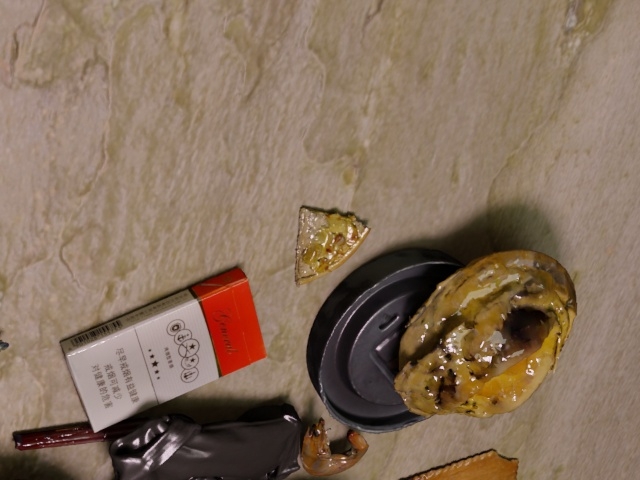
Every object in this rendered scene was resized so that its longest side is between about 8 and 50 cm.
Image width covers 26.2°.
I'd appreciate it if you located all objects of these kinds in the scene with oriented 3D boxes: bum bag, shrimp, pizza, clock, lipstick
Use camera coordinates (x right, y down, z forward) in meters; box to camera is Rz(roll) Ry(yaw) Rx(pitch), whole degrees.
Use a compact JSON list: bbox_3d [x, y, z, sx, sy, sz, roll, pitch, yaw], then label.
[{"bbox_3d":[-0.143,0.271,1.809,0.326,0.079,0.142,7,123,-46],"label":"bum bag"},{"bbox_3d":[0.021,0.289,1.913,0.095,0.045,0.162,1,145,1],"label":"shrimp"},{"bbox_3d":[0.000,0.000,1.761,0.123,0.026,0.108,-40,128,-2],"label":"pizza"},{"bbox_3d":[0.110,0.137,1.892,0.281,0.055,0.280,-14,125,-22],"label":"clock"},{"bbox_3d":[-0.300,0.246,1.739,0.176,0.027,0.027,-4,120,-28],"label":"lipstick"}]

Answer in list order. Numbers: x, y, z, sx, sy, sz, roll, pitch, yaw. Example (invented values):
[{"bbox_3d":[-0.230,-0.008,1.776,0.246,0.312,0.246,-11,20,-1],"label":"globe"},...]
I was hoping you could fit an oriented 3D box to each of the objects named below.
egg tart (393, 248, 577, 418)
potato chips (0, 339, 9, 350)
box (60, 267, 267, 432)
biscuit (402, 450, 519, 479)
[{"bbox_3d":[0.233,0.149,1.859,0.297,0.132,0.297,-16,131,-19],"label":"egg tart"},{"bbox_3d":[-0.462,0.166,1.596,0.208,0.028,0.092,-13,125,-21],"label":"potato chips"},{"bbox_3d":[-0.192,0.138,1.728,0.245,0.035,0.139,-24,127,-15],"label":"box"},{"bbox_3d":[0.208,0.436,2.163,0.237,0.013,0.232,-15,125,-23],"label":"biscuit"}]
